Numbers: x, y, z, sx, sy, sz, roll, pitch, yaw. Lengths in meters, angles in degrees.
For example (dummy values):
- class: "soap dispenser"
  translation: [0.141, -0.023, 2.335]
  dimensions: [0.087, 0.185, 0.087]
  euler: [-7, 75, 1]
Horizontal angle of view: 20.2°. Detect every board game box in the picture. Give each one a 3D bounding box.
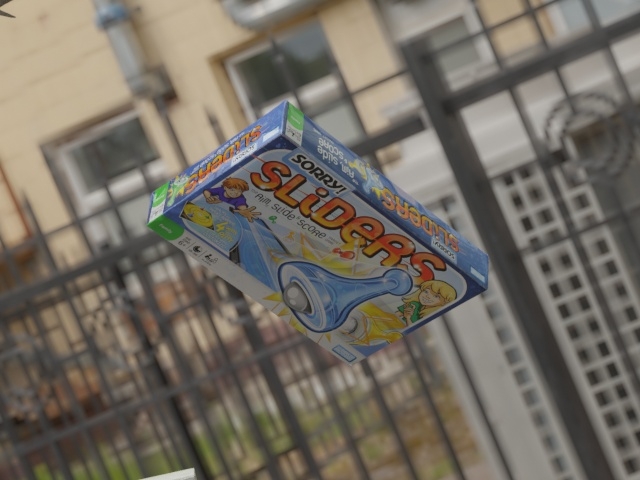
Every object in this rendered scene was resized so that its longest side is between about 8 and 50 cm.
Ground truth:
- class: "board game box"
  translation: [0.000, 0.000, 1.237]
  dimensions: [0.136, 0.201, 0.035]
  euler: [-33, 35, 34]

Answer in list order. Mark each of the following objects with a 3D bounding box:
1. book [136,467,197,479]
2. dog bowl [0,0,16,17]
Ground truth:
- class: "book"
  translation: [-0.199, 0.315, 1.991]
  dimensions: [0.144, 0.096, 0.035]
  euler: [-14, 17, -1]
- class: "dog bowl"
  translation: [-0.301, -0.360, 1.534]
  dimensions: [0.102, 0.348, 0.349]
  euler: [-1, 10, 22]
